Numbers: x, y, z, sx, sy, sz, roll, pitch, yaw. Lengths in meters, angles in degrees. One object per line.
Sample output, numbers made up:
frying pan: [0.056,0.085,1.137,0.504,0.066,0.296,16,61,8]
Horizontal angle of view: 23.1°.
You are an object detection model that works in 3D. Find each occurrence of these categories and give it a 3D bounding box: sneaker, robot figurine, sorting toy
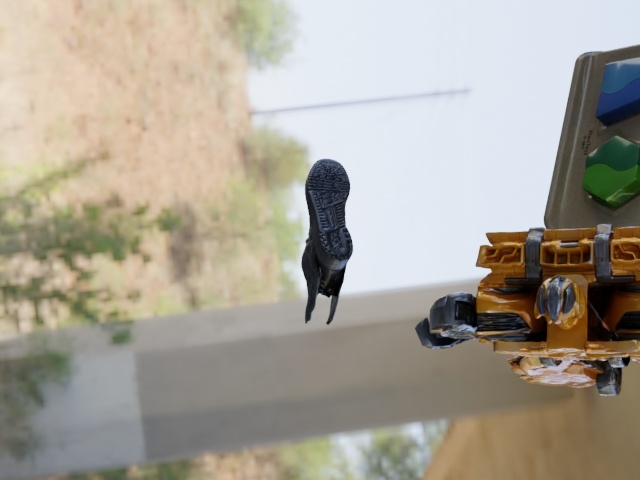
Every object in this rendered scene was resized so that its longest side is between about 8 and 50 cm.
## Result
sneaker: [0.003,0.000,1.715,0.089,0.051,0.170,113,-23,-51]
robot figurine: [0.184,0.049,1.007,0.291,0.211,0.085,29,62,-65]
sorting toy: [0.314,-0.064,1.464,0.041,0.229,0.307,35,61,-42]
